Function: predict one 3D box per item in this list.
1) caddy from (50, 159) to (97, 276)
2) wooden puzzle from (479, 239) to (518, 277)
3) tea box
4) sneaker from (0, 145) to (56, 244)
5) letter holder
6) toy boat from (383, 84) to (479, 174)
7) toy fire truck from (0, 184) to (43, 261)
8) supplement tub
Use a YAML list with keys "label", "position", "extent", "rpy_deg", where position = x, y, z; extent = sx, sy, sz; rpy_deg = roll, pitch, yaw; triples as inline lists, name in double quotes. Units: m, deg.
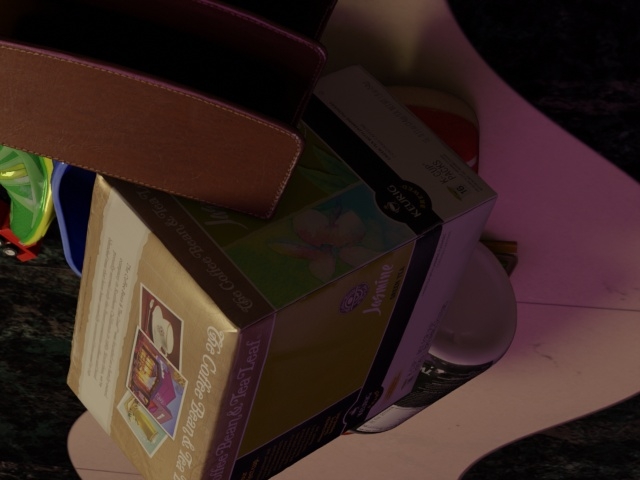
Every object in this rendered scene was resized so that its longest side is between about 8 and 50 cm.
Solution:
- label: "caddy"
  position: [-0.164, -0.069, 1.526]
  extent: [0.241, 0.179, 0.341]
  rpy_deg: [-13, 148, -10]
- label: "wooden puzzle"
  position: [0.203, 0.034, 1.802]
  extent: [0.078, 0.014, 0.116]
  rpy_deg: [9, 147, 2]
- label: "tea box"
  position: [-0.049, 0.053, 1.425]
  extent: [0.220, 0.323, 0.329]
  rpy_deg: [45, 142, 24]
- label: "sneaker"
  position: [-0.343, -0.112, 1.658]
  extent: [0.123, 0.109, 0.296]
  rpy_deg: [18, 141, 5]
- label: "letter holder"
  position: [-0.146, -0.172, 1.198]
  extent: [0.301, 0.152, 0.214]
  rpy_deg: [16, 142, -10]
- label: "toy boat"
  position: [0.093, -0.059, 1.563]
  extent: [0.151, 0.151, 0.231]
  rpy_deg: [5, 147, 7]
- label: "toy fire truck"
  position: [-0.361, -0.026, 1.827]
  extent: [0.135, 0.047, 0.192]
  rpy_deg: [-18, 137, 35]
- label: "supplement tub"
  position: [0.086, 0.124, 1.803]
  extent: [0.193, 0.194, 0.316]
  rpy_deg: [22, 147, -19]
